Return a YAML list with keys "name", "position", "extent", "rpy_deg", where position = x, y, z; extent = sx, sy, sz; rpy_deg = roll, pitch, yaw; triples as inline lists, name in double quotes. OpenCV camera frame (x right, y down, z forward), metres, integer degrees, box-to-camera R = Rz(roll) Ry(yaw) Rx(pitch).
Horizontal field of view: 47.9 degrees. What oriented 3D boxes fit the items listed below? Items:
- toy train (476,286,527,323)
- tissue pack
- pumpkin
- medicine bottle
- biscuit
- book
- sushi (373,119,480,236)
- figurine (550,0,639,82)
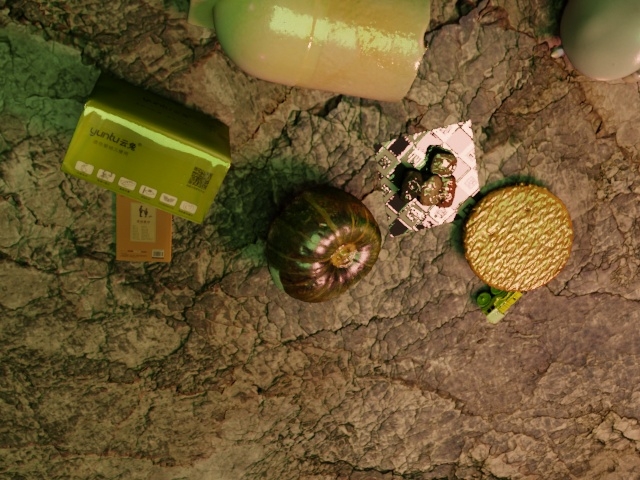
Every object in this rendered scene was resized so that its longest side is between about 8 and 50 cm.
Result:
- name: "toy train"
  position: [0.475, 0.087, 1.702]
  extent: [0.249, 0.085, 0.053]
  rpy_deg: [-47, 130, 13]
- name: "tissue pack"
  position: [-0.325, -0.178, 1.377]
  extent: [0.275, 0.200, 0.167]
  rpy_deg: [23, 112, -19]
- name: "pumpkin"
  position: [-0.002, -0.001, 1.532]
  extent: [0.260, 0.189, 0.260]
  rpy_deg: [-23, 131, -29]
- name: "medicine bottle"
  position: [-0.032, -0.396, 1.301]
  extent: [0.406, 0.235, 0.235]
  rpy_deg: [8, 114, -13]
- name: "biscuit"
  position: [0.446, -0.004, 1.631]
  extent: [0.254, 0.035, 0.253]
  rpy_deg: [0, 96, 2]
- name: "book"
  position: [-0.377, -0.033, 1.543]
  extent: [0.118, 0.012, 0.172]
  rpy_deg: [3, 115, -11]
- name: "sushi"
  position: [0.246, -0.124, 1.582]
  extent: [0.220, 0.047, 0.231]
  rpy_deg: [-15, 117, -2]
- name: "figurine"
  position: [0.672, -0.393, 1.438]
  extent: [0.382, 0.205, 0.224]
  rpy_deg: [17, 123, -18]
